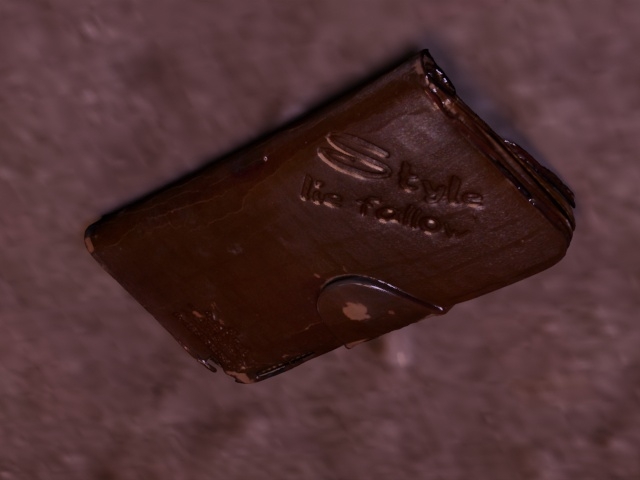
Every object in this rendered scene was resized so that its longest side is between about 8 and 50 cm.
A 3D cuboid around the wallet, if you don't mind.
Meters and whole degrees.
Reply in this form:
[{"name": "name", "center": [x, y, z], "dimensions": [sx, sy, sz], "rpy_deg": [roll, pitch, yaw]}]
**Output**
[{"name": "wallet", "center": [0.000, 0.000, 0.625], "dimensions": [0.176, 0.026, 0.095], "rpy_deg": [-24, 121, 39]}]
